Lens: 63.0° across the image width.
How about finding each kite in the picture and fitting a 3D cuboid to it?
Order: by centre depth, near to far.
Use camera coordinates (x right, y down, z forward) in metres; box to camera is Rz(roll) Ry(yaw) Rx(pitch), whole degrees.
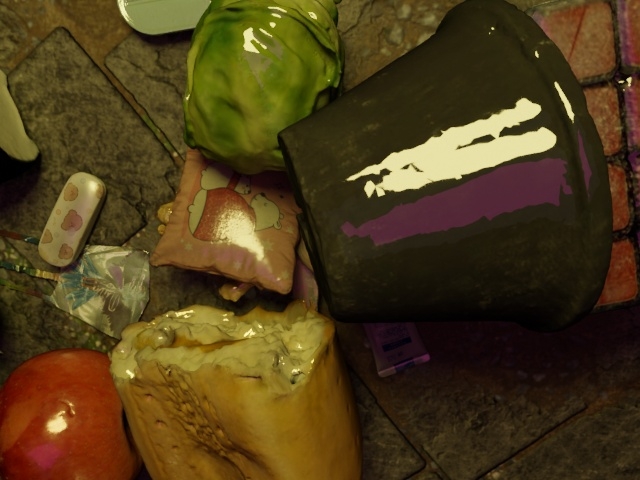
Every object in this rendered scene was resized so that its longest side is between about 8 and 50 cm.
[{"bbox_3d":[-0.445,0.051,0.906,0.309,0.015,0.169,21,100,-4],"label":"kite"}]

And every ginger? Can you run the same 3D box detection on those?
[{"bbox_3d":[-0.167,0.007,0.869,0.176,0.052,0.193,-22,89,-5],"label":"ginger"}]

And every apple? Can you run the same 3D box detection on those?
[{"bbox_3d":[-0.392,0.308,0.841,0.206,0.251,0.272,-9,85,-12],"label":"apple"}]

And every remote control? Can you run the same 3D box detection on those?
[{"bbox_3d":[-0.181,-0.373,0.786,0.247,0.052,0.104,-8,103,3],"label":"remote control"}]

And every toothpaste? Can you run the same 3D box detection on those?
[{"bbox_3d":[0.103,0.110,0.888,0.096,0.061,0.266,-21,108,4],"label":"toothpaste"}]

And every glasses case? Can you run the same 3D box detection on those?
[{"bbox_3d":[-0.412,-0.034,0.866,0.063,0.041,0.164,27,95,-3],"label":"glasses case"}]

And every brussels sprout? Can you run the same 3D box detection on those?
[{"bbox_3d":[-0.072,-0.216,0.706,0.227,0.294,0.260,23,57,-14],"label":"brussels sprout"}]

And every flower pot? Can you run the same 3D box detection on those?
[{"bbox_3d":[0.103,-0.042,0.585,0.250,0.379,0.380,-16,101,-6],"label":"flower pot"}]

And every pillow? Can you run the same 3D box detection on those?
[{"bbox_3d":[-0.130,-0.045,0.809,0.223,0.084,0.236,10,69,1],"label":"pillow"}]

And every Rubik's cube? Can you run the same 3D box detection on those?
[{"bbox_3d":[0.394,-0.137,0.678,0.343,0.337,0.345,-10,103,4],"label":"Rubik's cube"}]

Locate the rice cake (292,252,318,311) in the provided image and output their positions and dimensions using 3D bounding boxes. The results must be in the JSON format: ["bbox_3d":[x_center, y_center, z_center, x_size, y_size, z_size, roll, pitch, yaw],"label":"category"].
[{"bbox_3d":[-0.027,0.117,0.895,0.047,0.036,0.207,1,103,1],"label":"rice cake"}]

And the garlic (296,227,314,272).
[{"bbox_3d":[-0.008,-0.002,0.831,0.066,0.084,0.152,18,72,-18],"label":"garlic"}]

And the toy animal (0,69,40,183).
[{"bbox_3d":[-0.621,-0.154,0.761,0.309,0.251,0.251,-22,101,-1],"label":"toy animal"}]

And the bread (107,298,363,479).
[{"bbox_3d":[-0.102,0.278,0.822,0.360,0.250,0.395,-2,116,30],"label":"bread"}]

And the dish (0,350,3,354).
[{"bbox_3d":[-0.627,0.065,0.819,0.302,0.303,0.120,23,60,-3],"label":"dish"}]
